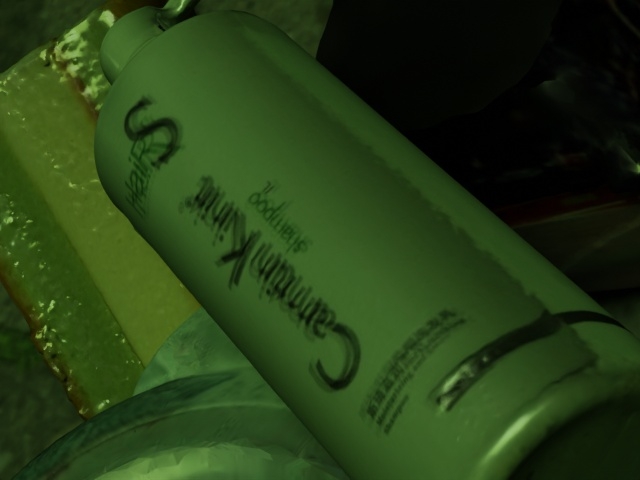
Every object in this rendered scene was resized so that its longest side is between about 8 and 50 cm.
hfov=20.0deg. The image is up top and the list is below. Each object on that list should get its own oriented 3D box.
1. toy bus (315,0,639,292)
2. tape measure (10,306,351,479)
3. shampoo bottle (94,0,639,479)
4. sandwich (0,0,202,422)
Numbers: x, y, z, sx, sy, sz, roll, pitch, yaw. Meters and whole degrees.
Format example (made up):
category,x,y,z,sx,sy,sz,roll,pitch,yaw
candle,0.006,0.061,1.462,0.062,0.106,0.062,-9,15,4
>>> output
category,x,y,z,sx,sy,sz,roll,pitch,yaw
toy bus,0.079,-0.126,0.696,0.127,0.147,0.302,-14,59,26
tape measure,-0.008,0.167,0.598,0.256,0.147,0.275,36,82,35
shampoo bottle,0.000,0.000,0.563,0.085,0.085,0.262,-46,49,1
sandwich,-0.074,-0.012,0.810,0.117,0.144,0.187,-32,90,12
